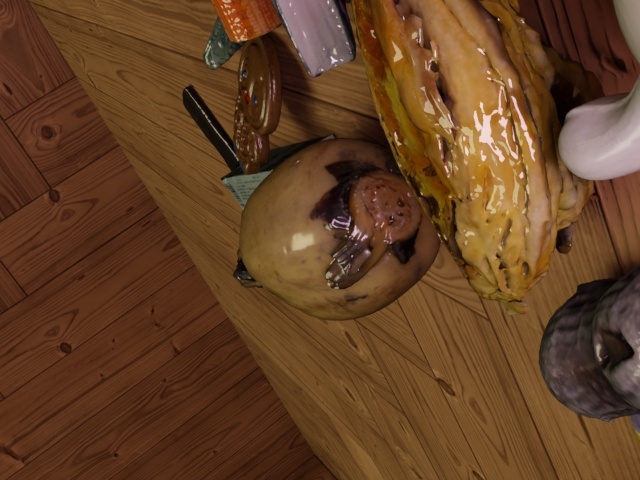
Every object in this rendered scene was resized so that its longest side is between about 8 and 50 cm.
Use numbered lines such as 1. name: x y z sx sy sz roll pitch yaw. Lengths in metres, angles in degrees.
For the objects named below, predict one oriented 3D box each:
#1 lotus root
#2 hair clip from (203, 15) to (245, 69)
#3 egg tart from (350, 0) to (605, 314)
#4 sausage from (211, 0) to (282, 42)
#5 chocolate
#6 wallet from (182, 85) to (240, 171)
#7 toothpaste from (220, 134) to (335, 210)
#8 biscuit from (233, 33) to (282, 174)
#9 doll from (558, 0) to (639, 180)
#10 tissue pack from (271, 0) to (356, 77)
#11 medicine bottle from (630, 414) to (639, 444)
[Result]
1. lotus root: 0.000 0.000 0.924 0.183 0.182 0.310 55 148 -5
2. hair clip: -0.105 -0.259 1.016 0.066 0.036 0.229 50 160 2
3. egg tart: 0.105 -0.085 0.581 0.297 0.132 0.297 155 90 -87
4. sausage: -0.105 -0.306 0.832 0.071 0.071 0.234 36 157 53
5. chocolate: 0.220 0.069 0.584 0.110 0.110 0.248 54 170 2
6. wallet: -0.186 -0.188 1.490 0.157 0.018 0.082 53 166 3
7. toothpaste: -0.053 -0.083 1.167 0.067 0.081 0.336 57 166 -12
8. biscuit: -0.079 -0.157 1.028 0.124 0.026 0.175 -114 29 -43
9. doll: 0.165 -0.118 0.309 0.237 0.111 0.252 14 139 46
10. tissue pack: -0.015 -0.209 0.694 0.156 0.051 0.112 -98 -16 -60
11. medicine bottle: 0.310 0.217 0.703 0.218 0.074 0.074 61 165 -23
